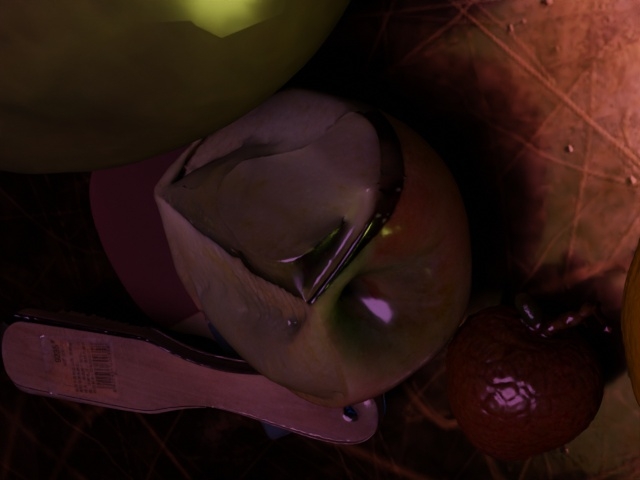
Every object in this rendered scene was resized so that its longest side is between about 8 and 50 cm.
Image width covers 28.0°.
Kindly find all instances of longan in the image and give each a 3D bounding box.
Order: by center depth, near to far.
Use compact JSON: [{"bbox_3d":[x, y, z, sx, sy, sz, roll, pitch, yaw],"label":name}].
[{"bbox_3d":[-0.149,-0.204,0.778,0.360,0.361,0.361,9,110,26],"label":"longan"}]

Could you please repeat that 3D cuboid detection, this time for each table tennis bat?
[{"bbox_3d":[-0.090,0.031,1.009,0.154,0.021,0.274,-29,89,35],"label":"table tennis bat"}]

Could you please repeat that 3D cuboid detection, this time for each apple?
[{"bbox_3d":[0.000,0.000,0.863,0.188,0.173,0.207,34,126,50],"label":"apple"}]

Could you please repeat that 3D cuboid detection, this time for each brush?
[{"bbox_3d":[-0.099,0.100,0.997,0.327,0.065,0.070,8,107,23],"label":"brush"}]

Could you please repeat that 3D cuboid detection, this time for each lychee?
[{"bbox_3d":[0.143,0.087,0.850,0.140,0.101,0.114,-49,40,17],"label":"lychee"}]

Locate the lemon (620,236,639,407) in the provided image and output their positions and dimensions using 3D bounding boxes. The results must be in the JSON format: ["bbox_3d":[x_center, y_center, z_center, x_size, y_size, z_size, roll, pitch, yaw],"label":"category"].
[{"bbox_3d":[0.278,0.052,0.699,0.240,0.219,0.241,7,105,29],"label":"lemon"}]
